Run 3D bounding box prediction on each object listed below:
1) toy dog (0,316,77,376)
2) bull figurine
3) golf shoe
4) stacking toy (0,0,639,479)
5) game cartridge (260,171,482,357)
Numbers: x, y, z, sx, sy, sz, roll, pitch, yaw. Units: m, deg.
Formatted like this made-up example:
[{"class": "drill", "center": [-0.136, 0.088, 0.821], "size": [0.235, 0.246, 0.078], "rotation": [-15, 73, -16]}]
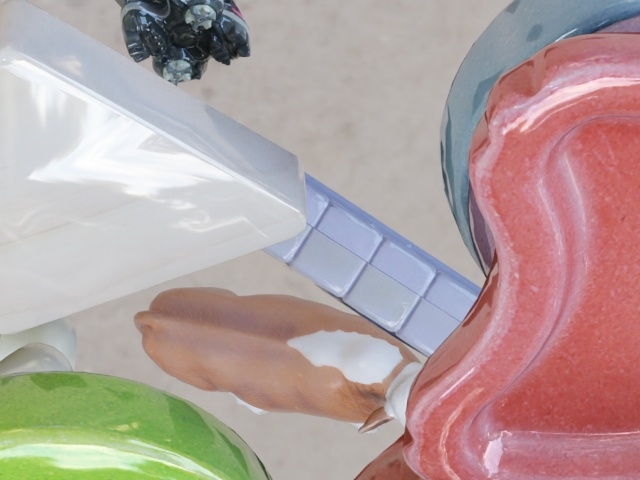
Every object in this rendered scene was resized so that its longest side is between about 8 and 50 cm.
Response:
[{"class": "toy dog", "center": [-0.347, 0.024, 1.378], "size": [0.395, 0.284, 0.408], "rotation": [38, 99, 0]}, {"class": "bull figurine", "center": [-0.004, 0.109, 1.585], "size": [0.188, 0.310, 0.101], "rotation": [51, 57, -68]}, {"class": "golf shoe", "center": [-0.142, -0.230, 1.356], "size": [0.273, 0.105, 0.120], "rotation": [58, 18, -52]}, {"class": "stacking toy", "center": [0.014, 0.030, 0.545], "size": [0.279, 0.130, 0.309], "rotation": [12, 128, -13]}, {"class": "game cartridge", "center": [0.000, 0.000, 1.213], "size": [0.230, 0.355, 0.068], "rotation": [37, 88, -8]}]
